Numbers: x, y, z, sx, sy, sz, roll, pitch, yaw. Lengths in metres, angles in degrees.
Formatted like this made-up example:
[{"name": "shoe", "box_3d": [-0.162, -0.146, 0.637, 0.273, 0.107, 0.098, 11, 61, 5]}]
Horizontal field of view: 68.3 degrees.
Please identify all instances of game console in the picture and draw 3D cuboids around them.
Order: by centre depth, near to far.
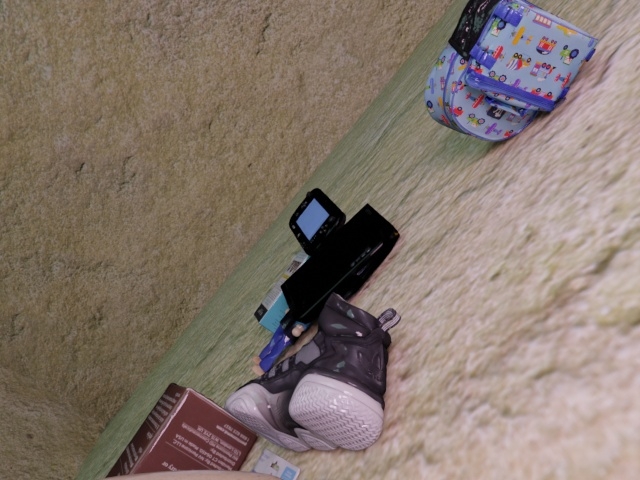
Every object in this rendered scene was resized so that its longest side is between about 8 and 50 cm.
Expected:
[{"name": "game console", "box_3d": [0.000, 0.000, 0.867, 0.213, 0.044, 0.361, -44, 26, 4]}]

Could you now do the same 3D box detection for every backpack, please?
[{"name": "backpack", "box_3d": [0.223, -0.203, 0.593, 0.173, 0.158, 0.117, -61, 24, 31]}]

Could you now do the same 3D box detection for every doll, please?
[{"name": "doll", "box_3d": [-0.050, 0.152, 0.836, 0.189, 0.046, 0.129, -52, 13, 5]}]

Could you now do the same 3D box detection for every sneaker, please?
[{"name": "sneaker", "box_3d": [-0.007, 0.153, 0.551, 0.268, 0.101, 0.153, -28, 26, 50]}]

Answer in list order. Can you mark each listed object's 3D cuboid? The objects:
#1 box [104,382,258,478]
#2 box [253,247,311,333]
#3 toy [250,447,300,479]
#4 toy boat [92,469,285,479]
[{"name": "box", "box_3d": [-0.265, 0.409, 0.679, 0.381, 0.143, 0.191, -56, 12, -25]}, {"name": "box", "box_3d": [-0.037, 0.077, 0.968, 0.244, 0.060, 0.100, -54, 12, -8]}, {"name": "toy", "box_3d": [-0.126, 0.345, 0.532, 0.237, 0.056, 0.137, -58, 14, -24]}, {"name": "toy boat", "box_3d": [-0.067, 0.251, 0.182, 0.318, 0.267, 0.148, 47, 116, 49]}]
